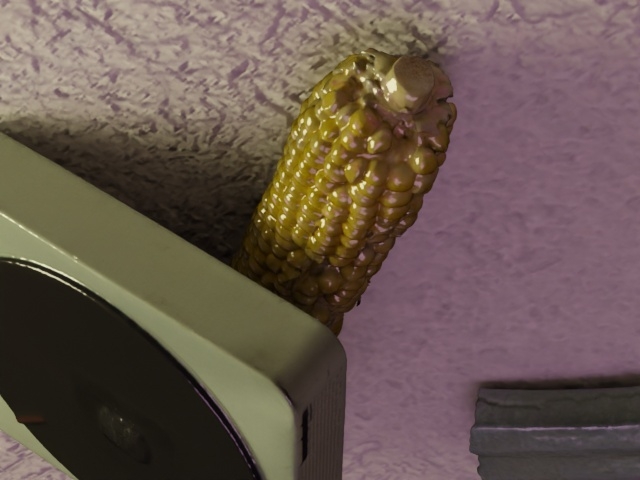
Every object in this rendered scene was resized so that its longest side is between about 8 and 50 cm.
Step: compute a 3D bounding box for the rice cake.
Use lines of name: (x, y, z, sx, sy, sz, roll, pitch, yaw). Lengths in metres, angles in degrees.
rice cake: (0.221, 0.136, 1.226, 0.237, 0.043, 0.127, -6, 142, 11)

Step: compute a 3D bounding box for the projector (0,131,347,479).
projector: (-0.099, 0.076, 1.064, 0.259, 0.079, 0.257, 30, 147, 20)

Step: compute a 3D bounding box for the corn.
corn: (0.000, 0.000, 1.031, 0.086, 0.086, 0.288, 12, 142, -12)
